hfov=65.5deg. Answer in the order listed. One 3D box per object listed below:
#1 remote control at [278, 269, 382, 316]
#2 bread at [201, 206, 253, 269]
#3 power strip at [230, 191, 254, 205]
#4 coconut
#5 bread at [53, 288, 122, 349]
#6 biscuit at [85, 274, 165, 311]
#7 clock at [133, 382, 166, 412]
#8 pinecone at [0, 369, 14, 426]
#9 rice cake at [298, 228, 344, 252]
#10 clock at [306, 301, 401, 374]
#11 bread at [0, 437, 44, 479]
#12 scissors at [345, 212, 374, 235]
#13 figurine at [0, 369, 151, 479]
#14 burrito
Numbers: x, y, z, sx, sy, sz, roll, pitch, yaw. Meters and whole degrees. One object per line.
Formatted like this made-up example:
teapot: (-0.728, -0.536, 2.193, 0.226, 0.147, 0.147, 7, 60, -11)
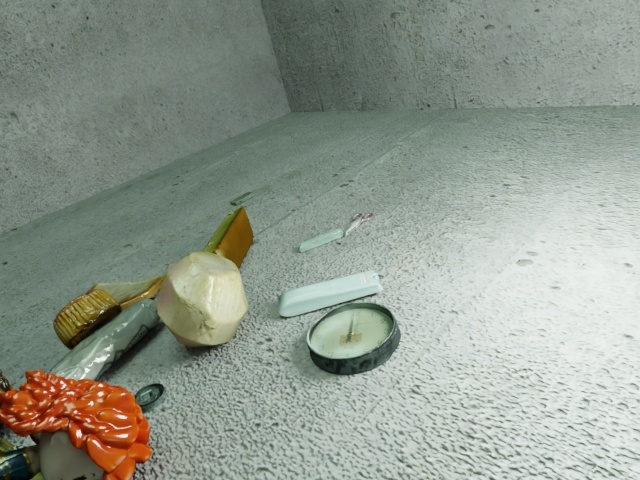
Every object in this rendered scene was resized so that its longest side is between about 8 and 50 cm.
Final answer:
remote control: (0.023, 0.141, 1.393, 0.293, 0.051, 0.103, -14, 24, 2)
bread: (-0.319, 0.016, 1.750, 0.077, 0.138, 0.361, -12, 25, 13)
power strip: (-0.367, -0.202, 2.371, 0.051, 0.019, 0.136, 9, 34, 45)
coconut: (-0.319, 0.169, 1.331, 0.259, 0.259, 0.259, -13, 25, 6)
bread: (-0.684, 0.228, 1.457, 0.199, 0.104, 0.199, -46, -7, -7)
biscuit: (-0.695, 0.195, 1.712, 0.309, 0.040, 0.204, -8, 26, 18)
clock: (-0.413, 0.378, 1.195, 0.085, 0.017, 0.085, -13, 25, 6)
pinecone: (-0.880, 0.397, 1.191, 0.257, 0.243, 0.243, -27, 10, 48)
rice cake: (0.000, 0.000, 1.727, 0.171, 0.029, 0.033, -23, 32, -12)
clock: (0.077, 0.226, 1.188, 0.226, 0.049, 0.226, -13, 26, 6)
bread: (-0.801, 0.451, 0.921, 0.242, 0.405, 0.345, -5, 37, 45)
scissors: (0.128, -0.060, 1.782, 0.085, 0.022, 0.176, 1, 27, 30)
figurine: (-0.537, 0.420, 0.920, 0.306, 0.241, 0.412, 31, 54, 23)
burrito: (-0.610, 0.310, 1.353, 0.139, 0.101, 0.445, -4, 28, 32)
